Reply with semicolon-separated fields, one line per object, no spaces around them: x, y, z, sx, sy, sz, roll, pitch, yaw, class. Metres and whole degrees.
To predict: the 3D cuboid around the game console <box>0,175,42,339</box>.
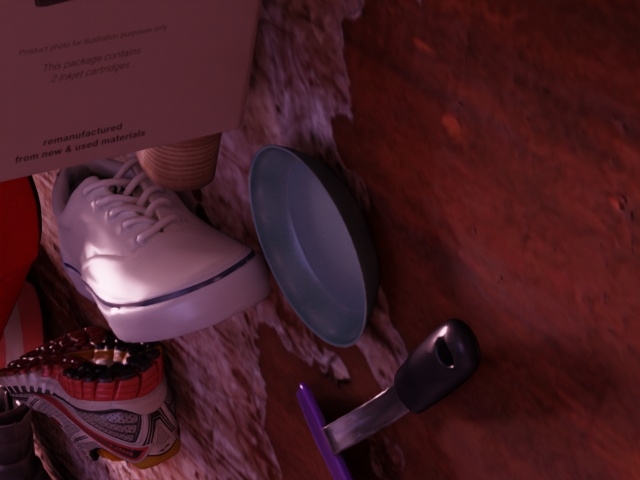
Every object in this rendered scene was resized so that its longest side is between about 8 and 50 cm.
-0.345;-0.073;1.465;0.386;0.060;0.342;57;145;17;game console

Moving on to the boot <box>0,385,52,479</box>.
-0.254;0.241;1.711;0.338;0.118;0.223;22;126;52;boot

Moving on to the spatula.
0.033;0.092;1.077;0.084;0.030;0.296;64;156;11;spatula

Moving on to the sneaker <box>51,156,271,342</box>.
-0.115;-0.002;1.221;0.258;0.094;0.091;14;129;61;sneaker

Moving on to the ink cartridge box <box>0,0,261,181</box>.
-0.148;-0.197;0.922;0.198;0.197;0.270;41;133;39;ink cartridge box

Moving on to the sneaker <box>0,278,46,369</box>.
-0.351;-0.011;1.648;0.314;0.136;0.116;57;153;21;sneaker

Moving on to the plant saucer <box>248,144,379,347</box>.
0.000;0.000;1.075;0.119;0.021;0.119;47;150;38;plant saucer

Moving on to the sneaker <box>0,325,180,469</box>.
-0.175;0.123;1.465;0.225;0.088;0.093;9;120;62;sneaker

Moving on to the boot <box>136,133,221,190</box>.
-0.102;-0.139;1.121;0.197;0.073;0.152;45;140;42;boot
